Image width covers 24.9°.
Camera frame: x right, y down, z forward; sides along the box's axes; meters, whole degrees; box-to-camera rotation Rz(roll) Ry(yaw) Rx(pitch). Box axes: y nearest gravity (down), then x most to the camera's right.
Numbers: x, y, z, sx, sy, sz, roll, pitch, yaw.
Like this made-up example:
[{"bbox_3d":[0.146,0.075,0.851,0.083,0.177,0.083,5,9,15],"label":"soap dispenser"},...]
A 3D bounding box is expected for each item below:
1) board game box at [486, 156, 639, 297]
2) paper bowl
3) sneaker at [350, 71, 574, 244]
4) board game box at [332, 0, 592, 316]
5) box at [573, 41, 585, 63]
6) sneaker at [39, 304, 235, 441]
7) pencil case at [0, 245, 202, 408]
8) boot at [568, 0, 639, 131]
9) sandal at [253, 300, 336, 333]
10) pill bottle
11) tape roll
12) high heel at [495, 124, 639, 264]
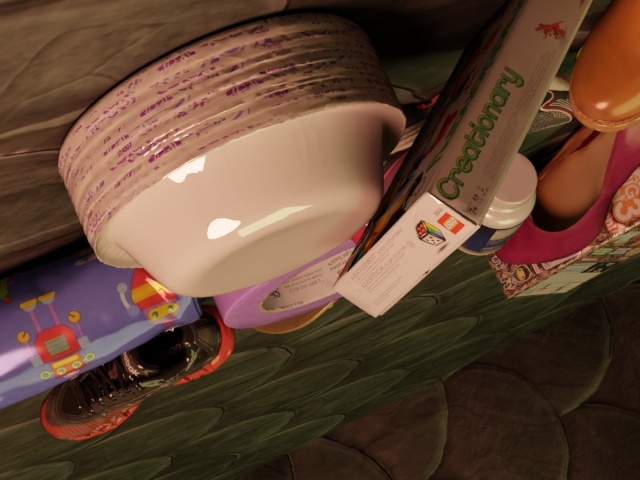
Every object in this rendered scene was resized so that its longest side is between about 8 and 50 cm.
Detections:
[{"bbox_3d":[0.391,-0.048,2.024,0.291,0.141,0.232,-32,165,25],"label":"board game box"},{"bbox_3d":[-0.062,-0.054,1.205,0.284,0.148,0.284,-23,167,-6],"label":"paper bowl"},{"bbox_3d":[0.134,-0.088,1.492,0.299,0.112,0.121,-23,166,-13],"label":"sneaker"},{"bbox_3d":[0.127,-0.095,1.223,0.305,0.053,0.193,-60,-173,-32],"label":"board game box"},{"bbox_3d":[0.343,-0.218,1.504,0.178,0.042,0.109,-24,167,-13],"label":"box"},{"bbox_3d":[-0.243,0.162,1.797,0.276,0.097,0.135,-29,166,9],"label":"sneaker"},{"bbox_3d":[-0.262,0.076,1.403,0.306,0.133,0.119,-24,121,-6],"label":"pencil case"},{"bbox_3d":[0.283,-0.225,1.154,0.283,0.109,0.220,-44,156,9],"label":"boot"},{"bbox_3d":[0.015,0.047,1.839,0.240,0.088,0.079,-37,157,25],"label":"sandal"},{"bbox_3d":[0.214,-0.050,1.810,0.094,0.094,0.169,-21,166,-15],"label":"pill bottle"},{"bbox_3d":[0.000,0.000,1.636,0.275,0.090,0.275,-24,165,-7],"label":"tape roll"},{"bbox_3d":[0.310,-0.090,1.805,0.181,0.127,0.377,7,140,-42],"label":"high heel"}]
